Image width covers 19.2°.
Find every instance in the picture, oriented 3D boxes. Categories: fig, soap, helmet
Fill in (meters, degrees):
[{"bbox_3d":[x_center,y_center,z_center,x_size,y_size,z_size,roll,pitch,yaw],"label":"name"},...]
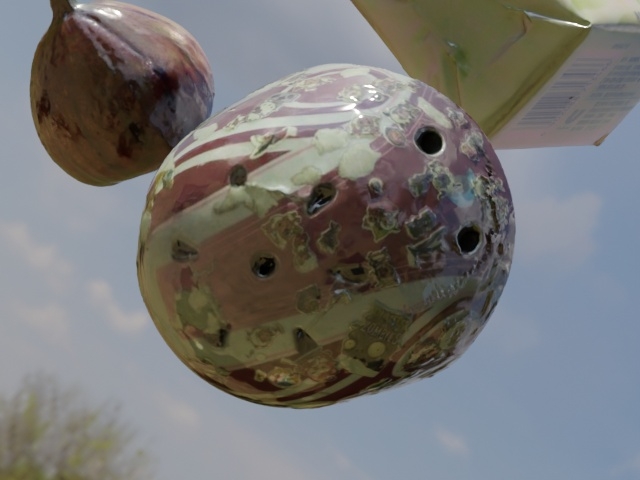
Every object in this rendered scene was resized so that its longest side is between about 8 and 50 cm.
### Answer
[{"bbox_3d":[-0.168,-0.128,1.527,0.149,0.148,0.202,21,-22,27],"label":"fig"},{"bbox_3d":[0.146,-0.173,1.375,0.199,0.138,0.182,-7,55,-53],"label":"soap"},{"bbox_3d":[-0.014,0.005,0.841,0.177,0.107,0.153,-23,-92,39],"label":"helmet"}]
